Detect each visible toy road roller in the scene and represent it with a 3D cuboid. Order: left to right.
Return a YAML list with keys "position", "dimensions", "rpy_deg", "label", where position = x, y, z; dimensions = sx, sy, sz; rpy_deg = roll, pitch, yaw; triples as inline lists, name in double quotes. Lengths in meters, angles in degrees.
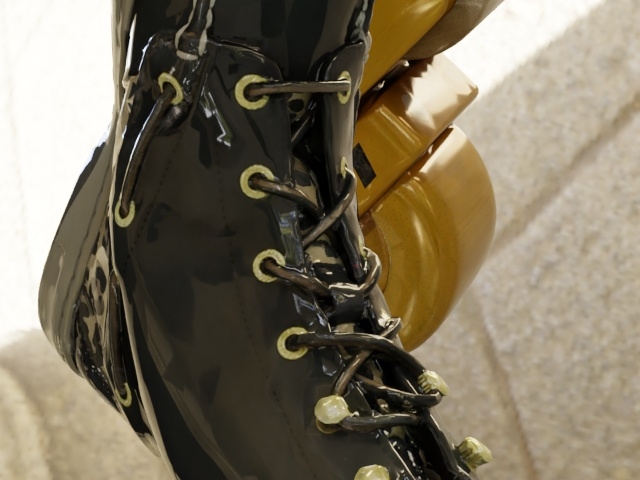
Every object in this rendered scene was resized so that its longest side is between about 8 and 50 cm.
- position: [0.049, -0.077, 1.041]
  dimensions: [0.329, 0.240, 0.202]
  rpy_deg: [-45, 1, 28]
  label: "toy road roller"

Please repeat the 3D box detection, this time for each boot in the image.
- position: [0.001, 0.001, 0.432]
  dimensions: [0.178, 0.085, 0.236]
  rpy_deg: [54, 133, 37]
  label: "boot"
